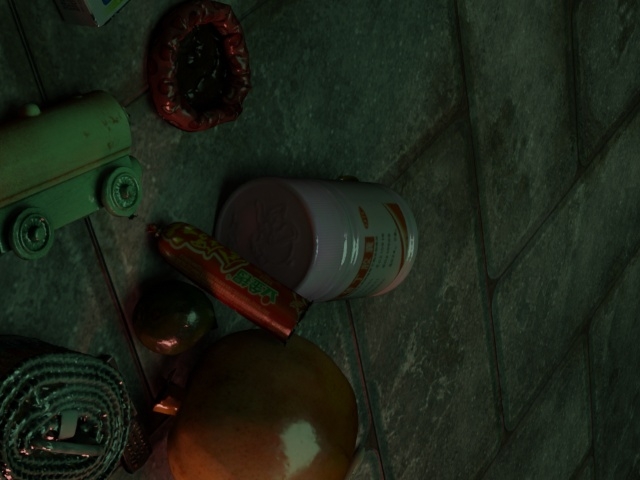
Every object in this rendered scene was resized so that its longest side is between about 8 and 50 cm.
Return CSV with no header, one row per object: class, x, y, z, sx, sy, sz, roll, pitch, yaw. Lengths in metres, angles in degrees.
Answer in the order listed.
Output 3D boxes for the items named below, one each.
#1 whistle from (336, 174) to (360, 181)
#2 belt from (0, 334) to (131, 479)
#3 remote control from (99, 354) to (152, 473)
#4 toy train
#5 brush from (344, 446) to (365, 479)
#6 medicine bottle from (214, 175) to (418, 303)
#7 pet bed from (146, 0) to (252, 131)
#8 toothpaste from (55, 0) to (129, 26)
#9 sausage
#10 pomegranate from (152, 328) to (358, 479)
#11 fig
whistle,0.050,-0.056,2.112,0.057,0.046,0.109,-63,154,-44
belt,-0.366,0.226,1.480,0.295,0.160,0.207,31,76,-57
remote control,-0.294,0.256,1.728,0.059,0.028,0.212,-50,141,-39
toy train,-0.339,-0.084,1.461,0.285,0.116,0.177,-31,114,-47
brush,0.018,0.531,2.310,0.299,0.039,0.042,-60,148,-28
medicine bottle,0.000,0.000,1.909,0.316,0.202,0.202,-2,104,-56
pet bed,-0.172,-0.248,1.687,0.201,0.053,0.201,-17,112,-50
toothpaste,-0.221,-0.407,1.535,0.336,0.067,0.081,-53,141,-31
sausage,-0.138,0.051,1.717,0.083,0.264,0.083,-56,-176,7
pomegranate,-0.102,0.281,1.800,0.319,0.319,0.319,-28,125,-49
fig,-0.203,0.112,1.743,0.177,0.117,0.117,1,102,-72
